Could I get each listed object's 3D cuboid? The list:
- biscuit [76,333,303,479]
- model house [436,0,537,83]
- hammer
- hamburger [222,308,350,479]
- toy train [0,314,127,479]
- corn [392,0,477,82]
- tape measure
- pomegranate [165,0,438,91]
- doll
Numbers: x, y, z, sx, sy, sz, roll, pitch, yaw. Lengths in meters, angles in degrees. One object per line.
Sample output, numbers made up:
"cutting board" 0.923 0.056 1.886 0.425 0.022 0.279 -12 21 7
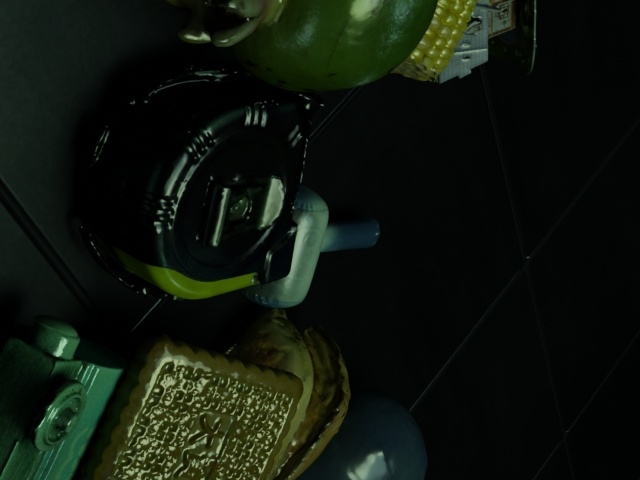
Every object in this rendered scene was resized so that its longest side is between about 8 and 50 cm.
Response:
"biscuit" -0.123 0.210 0.930 0.172 0.029 0.254 22 95 -40
"model house" 0.139 -0.232 1.078 0.088 0.117 0.167 -23 133 -22
"hammer" 0.000 0.000 1.079 0.194 0.069 0.116 -8 118 -56
"hamburger" -0.067 0.189 1.060 0.262 0.131 0.124 -49 144 -11
"toy train" -0.236 0.174 0.869 0.248 0.101 0.159 -63 162 1
"corn" 0.095 -0.276 0.960 0.122 0.123 0.305 12 101 -51
"tape measure" -0.093 -0.037 0.890 0.186 0.112 0.199 -14 122 -46
"pomegranate" -0.019 -0.189 0.815 0.225 0.187 0.187 -25 131 -48
"doll" 0.032 0.282 1.243 0.228 0.154 0.258 -31 123 -30
